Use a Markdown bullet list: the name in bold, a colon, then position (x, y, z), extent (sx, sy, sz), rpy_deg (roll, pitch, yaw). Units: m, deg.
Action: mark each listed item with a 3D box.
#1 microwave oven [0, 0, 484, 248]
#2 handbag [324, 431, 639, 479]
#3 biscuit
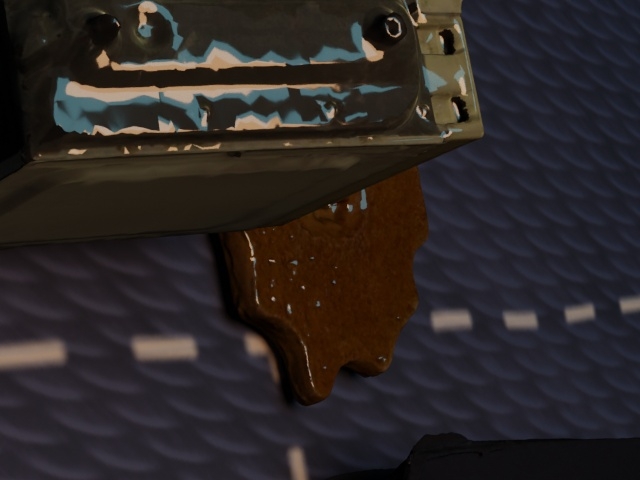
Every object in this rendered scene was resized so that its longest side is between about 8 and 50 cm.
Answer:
- **microwave oven**: position (-0.097, -0.190, 0.925), extent (0.286, 0.218, 0.355), rpy_deg (-4, 79, -36)
- **handbag**: position (0.136, 0.264, 1.197), extent (0.325, 0.118, 0.269), rpy_deg (6, 66, -48)
- **biscuit**: position (-0.002, 0.001, 1.188), extent (0.182, 0.034, 0.215), rpy_deg (29, 58, -41)
